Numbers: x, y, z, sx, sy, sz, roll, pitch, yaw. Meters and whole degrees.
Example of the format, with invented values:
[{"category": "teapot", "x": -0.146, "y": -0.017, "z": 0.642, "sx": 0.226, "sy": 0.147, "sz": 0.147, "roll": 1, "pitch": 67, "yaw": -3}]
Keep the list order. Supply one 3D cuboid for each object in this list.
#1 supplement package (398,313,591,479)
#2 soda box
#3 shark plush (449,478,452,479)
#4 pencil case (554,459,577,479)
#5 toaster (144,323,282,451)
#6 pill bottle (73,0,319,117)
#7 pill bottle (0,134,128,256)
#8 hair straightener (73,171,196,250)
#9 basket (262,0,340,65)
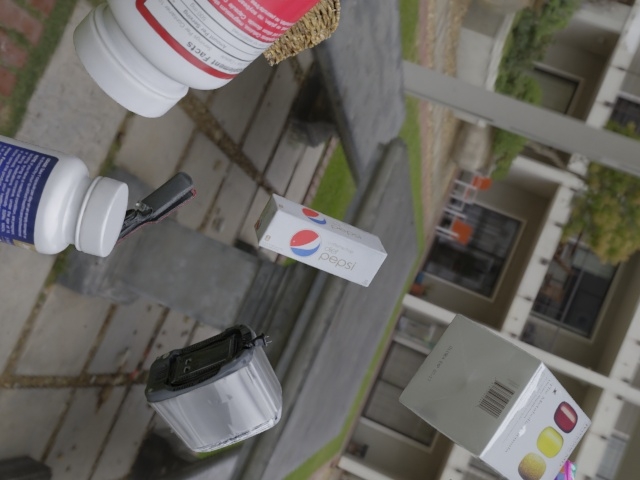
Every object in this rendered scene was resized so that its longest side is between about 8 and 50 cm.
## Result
[{"category": "supplement package", "x": 0.235, "y": 0.222, "z": 1.048, "sx": 0.139, "sy": 0.134, "sz": 0.244, "roll": -55, "pitch": 139, "yaw": -6}, {"category": "soda box", "x": 0.000, "y": 0.000, "z": 1.362, "sx": 0.074, "sy": 0.216, "sz": 0.069, "roll": -59, "pitch": -156, "yaw": 20}, {"category": "shark plush", "x": 0.293, "y": 0.473, "z": 1.411, "sx": 0.073, "sy": 0.161, "sz": 0.067, "roll": 6, "pitch": 112, "yaw": -33}, {"category": "pencil case", "x": 0.455, "y": 0.537, "z": 1.557, "sx": 0.104, "sy": 0.104, "sz": 0.236, "roll": 96, "pitch": 0, "yaw": -55}, {"category": "toaster", "x": -0.157, "y": 0.237, "z": 1.289, "sx": 0.129, "sy": 0.227, "sz": 0.146, "roll": -98, "pitch": 163, "yaw": -64}, {"category": "pill bottle", "x": -0.140, "y": -0.357, "z": 1.095, "sx": 0.408, "sy": 0.229, "sz": 0.229, "roll": -36, "pitch": -179, "yaw": 23}, {"category": "pill bottle", "x": -0.309, "y": -0.047, "z": 0.859, "sx": 0.112, "sy": 0.187, "sz": 0.112, "roll": -164, "pitch": -90, "yaw": -88}, {"category": "hair straightener", "x": -0.316, "y": -0.049, "z": 1.363, "sx": 0.230, "sy": 0.047, "sz": 0.089, "roll": -31, "pitch": 164, "yaw": -15}, {"category": "basket", "x": -0.092, "y": -0.564, "z": 1.755, "sx": 0.213, "sy": 0.223, "sz": 0.299, "roll": -26, "pitch": 166, "yaw": 6}]
